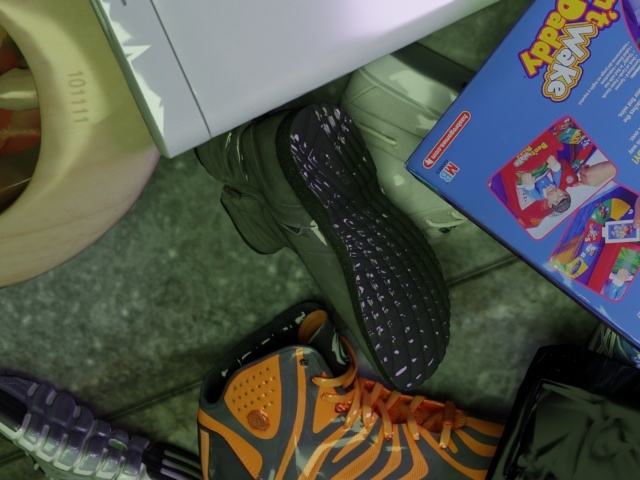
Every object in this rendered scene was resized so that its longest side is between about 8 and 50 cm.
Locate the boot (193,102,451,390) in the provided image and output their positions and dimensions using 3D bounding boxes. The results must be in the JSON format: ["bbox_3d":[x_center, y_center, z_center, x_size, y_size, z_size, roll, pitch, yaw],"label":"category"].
[{"bbox_3d":[0.000,0.000,1.152,0.083,0.161,0.246,-34,107,-29],"label":"boot"}]

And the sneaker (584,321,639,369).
[{"bbox_3d":[0.254,0.088,1.173,0.080,0.081,0.211,0,110,6],"label":"sneaker"}]

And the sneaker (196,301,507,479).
[{"bbox_3d":[0.048,0.144,1.195,0.321,0.124,0.180,-5,109,9],"label":"sneaker"}]

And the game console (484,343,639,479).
[{"bbox_3d":[0.203,0.276,1.122,0.213,0.044,0.361,22,89,7],"label":"game console"}]

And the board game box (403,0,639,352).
[{"bbox_3d":[0.258,-0.113,1.018,0.233,0.078,0.347,39,92,11],"label":"board game box"}]

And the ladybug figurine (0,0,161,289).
[{"bbox_3d":[-0.330,-0.108,1.132,0.449,0.162,0.305,-2,108,7],"label":"ladybug figurine"}]

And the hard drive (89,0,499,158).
[{"bbox_3d":[0.001,-0.238,1.031,0.353,0.047,0.233,-27,106,-12],"label":"hard drive"}]

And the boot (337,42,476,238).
[{"bbox_3d":[0.127,-0.051,1.144,0.258,0.095,0.123,30,116,5],"label":"boot"}]

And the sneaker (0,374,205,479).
[{"bbox_3d":[-0.220,0.218,1.277,0.229,0.086,0.132,27,113,-4],"label":"sneaker"}]
